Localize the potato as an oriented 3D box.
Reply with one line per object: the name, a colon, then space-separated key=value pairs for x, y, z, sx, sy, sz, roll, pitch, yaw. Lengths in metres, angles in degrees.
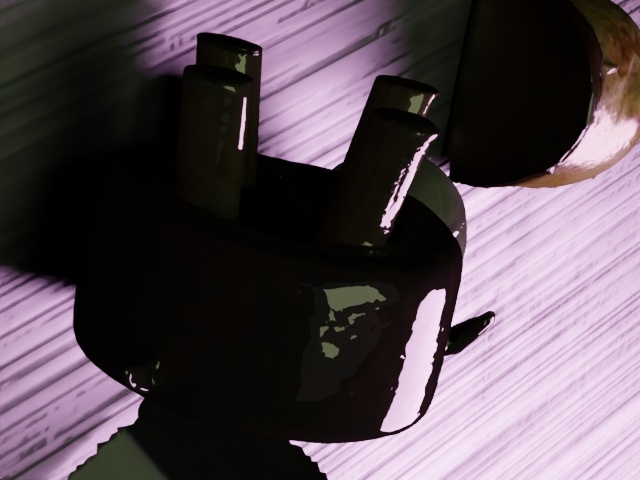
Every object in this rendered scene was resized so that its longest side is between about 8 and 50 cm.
potato: x=0.112 y=-0.065 z=0.794 sx=0.103 sy=0.066 sz=0.096 roll=-16 pitch=125 yaw=-49

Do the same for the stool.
stool: x=0.000 y=0.000 z=0.648 sx=0.217 sy=0.125 sz=0.121 roll=-8 pitch=115 yaw=-59

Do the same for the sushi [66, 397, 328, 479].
sushi: x=-0.081 y=0.273 z=0.684 sx=0.296 sy=0.100 sz=0.373 roll=48 pitch=64 yaw=-4
